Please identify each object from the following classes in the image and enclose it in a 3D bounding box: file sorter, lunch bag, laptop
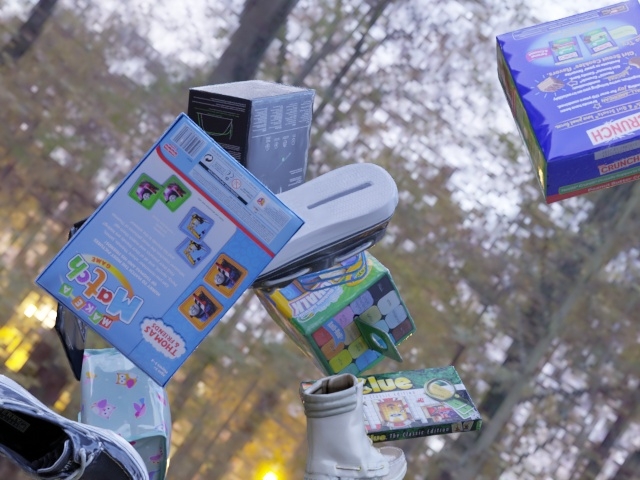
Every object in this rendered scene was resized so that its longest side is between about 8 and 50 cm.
[{"bbox_3d":[0.000,0.000,1.876,0.170,0.118,0.104,56,19,-70],"label":"file sorter"},{"bbox_3d":[-0.335,0.341,2.151,0.223,0.160,0.262,-104,-166,-46],"label":"lunch bag"},{"bbox_3d":[-0.322,0.066,1.992,0.136,0.264,0.234,3,-26,0],"label":"laptop"}]

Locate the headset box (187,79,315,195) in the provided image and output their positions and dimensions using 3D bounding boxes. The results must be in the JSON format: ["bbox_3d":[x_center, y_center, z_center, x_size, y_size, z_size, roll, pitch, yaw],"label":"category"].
[{"bbox_3d":[-0.133,-0.138,2.291,0.131,0.283,0.246,13,17,25],"label":"headset box"}]

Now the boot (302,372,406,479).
[{"bbox_3d":[0.048,0.263,1.723,0.077,0.165,0.213,1,5,37],"label":"boot"}]

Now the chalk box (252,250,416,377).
[{"bbox_3d":[0.029,0.115,2.126,0.289,0.179,0.180,44,-13,44],"label":"chalk box"}]

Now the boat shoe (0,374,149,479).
[{"bbox_3d":[-0.358,0.291,1.732,0.301,0.108,0.102,40,0,-25],"label":"boat shoe"}]

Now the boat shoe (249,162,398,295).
[{"bbox_3d":[-0.057,0.013,1.533,0.119,0.335,0.121,88,-19,-47],"label":"boat shoe"}]

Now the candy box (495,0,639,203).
[{"bbox_3d":[0.472,-0.244,2.169,0.122,0.268,0.317,73,3,-51],"label":"candy box"}]

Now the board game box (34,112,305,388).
[{"bbox_3d":[-0.143,0.010,1.205,0.160,0.211,0.039,42,-7,-11],"label":"board game box"}]

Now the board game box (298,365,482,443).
[{"bbox_3d":[0.108,0.259,1.969,0.136,0.260,0.030,-118,-153,-55],"label":"board game box"}]
